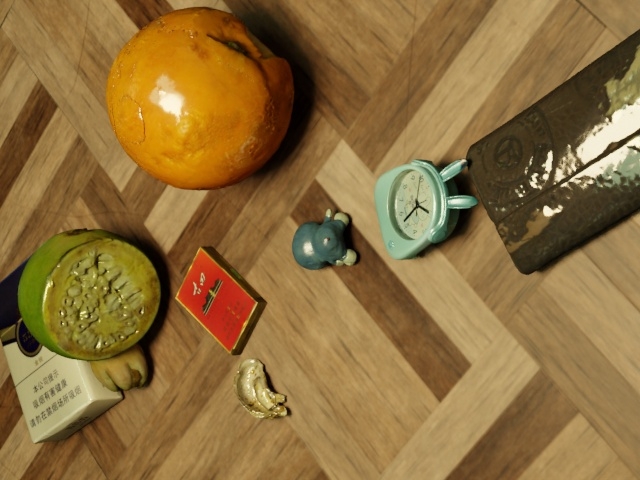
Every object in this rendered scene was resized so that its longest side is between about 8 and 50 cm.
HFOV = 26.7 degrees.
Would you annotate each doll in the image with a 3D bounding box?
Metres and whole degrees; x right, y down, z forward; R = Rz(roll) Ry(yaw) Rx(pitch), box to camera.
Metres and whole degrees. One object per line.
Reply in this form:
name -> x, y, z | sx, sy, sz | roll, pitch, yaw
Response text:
doll -> 0.000, 0.000, 1.712 | 0.083, 0.050, 0.076 | -17, 75, 41

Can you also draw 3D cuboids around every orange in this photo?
orange -> -0.153, -0.181, 1.716 | 0.240, 0.240, 0.239 | 0, 91, 40

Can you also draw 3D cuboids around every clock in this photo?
clock -> 0.124, -0.044, 1.587 | 0.147, 0.045, 0.108 | -29, 69, 51

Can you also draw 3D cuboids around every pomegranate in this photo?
pomegranate -> -0.319, 0.088, 1.922 | 0.189, 0.241, 0.159 | -58, 29, -12

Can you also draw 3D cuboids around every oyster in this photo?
oyster -> -0.076, 0.201, 1.799 | 0.081, 0.038, 0.083 | 0, 60, 16

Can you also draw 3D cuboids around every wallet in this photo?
wallet -> 0.304, -0.107, 1.454 | 0.321, 0.044, 0.170 | -35, 67, 34

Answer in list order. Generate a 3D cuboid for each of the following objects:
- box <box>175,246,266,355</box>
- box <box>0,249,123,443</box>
box -> -0.137, 0.082, 1.844 | 0.133, 0.023, 0.090 | 43, 115, 31
box -> -0.407, 0.158, 2.040 | 0.168, 0.071, 0.259 | -37, 69, 35
